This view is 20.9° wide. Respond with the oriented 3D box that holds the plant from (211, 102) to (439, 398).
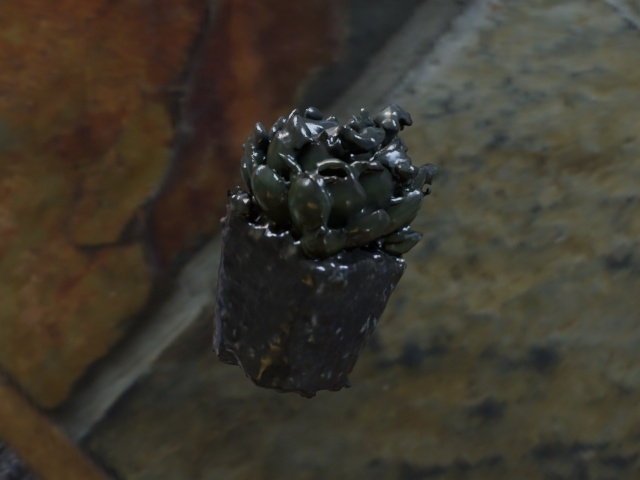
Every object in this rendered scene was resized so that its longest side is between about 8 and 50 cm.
[{"bbox_3d":[0.000,0.000,0.832,0.092,0.094,0.143,34,116,40],"label":"plant"}]
